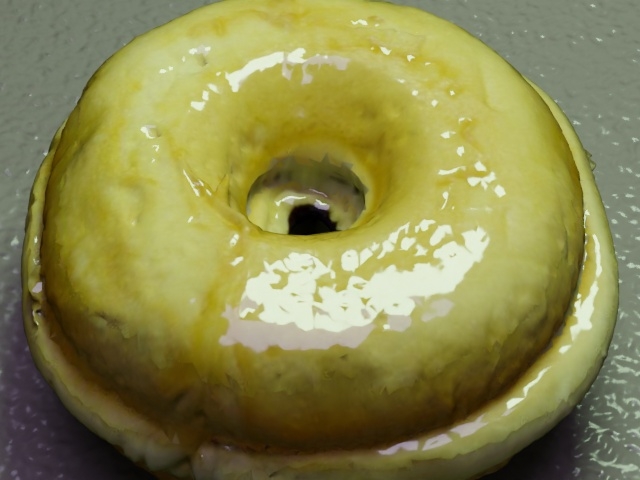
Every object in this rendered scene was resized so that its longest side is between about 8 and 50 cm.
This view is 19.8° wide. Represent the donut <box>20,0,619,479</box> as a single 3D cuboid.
[{"bbox_3d":[0.000,0.000,1.290,0.448,0.198,0.449,-1,48,1],"label":"donut"}]
